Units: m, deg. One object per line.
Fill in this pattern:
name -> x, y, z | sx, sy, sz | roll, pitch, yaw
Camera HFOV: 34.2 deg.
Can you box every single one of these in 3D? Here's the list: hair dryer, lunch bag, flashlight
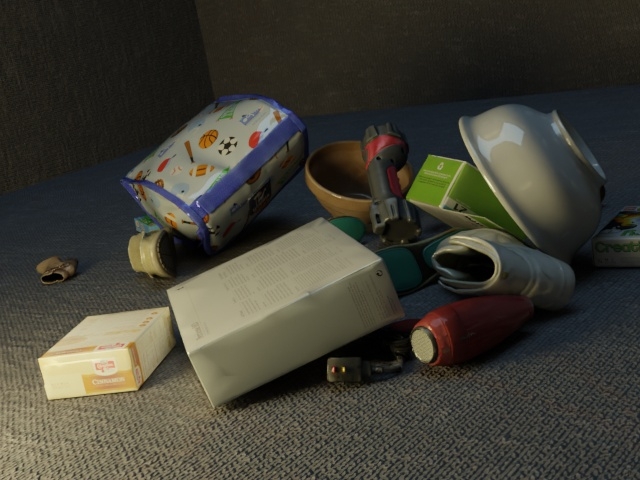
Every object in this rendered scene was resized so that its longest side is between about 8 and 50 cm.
hair dryer -> 0.145, 0.114, 1.420 | 0.294, 0.080, 0.223 | -9, 13, 7
lunch bag -> -0.215, -0.147, 2.257 | 0.328, 0.239, 0.385 | -45, 18, -16
flashlight -> 0.147, -0.115, 2.101 | 0.103, 0.103, 0.304 | -31, 39, 18

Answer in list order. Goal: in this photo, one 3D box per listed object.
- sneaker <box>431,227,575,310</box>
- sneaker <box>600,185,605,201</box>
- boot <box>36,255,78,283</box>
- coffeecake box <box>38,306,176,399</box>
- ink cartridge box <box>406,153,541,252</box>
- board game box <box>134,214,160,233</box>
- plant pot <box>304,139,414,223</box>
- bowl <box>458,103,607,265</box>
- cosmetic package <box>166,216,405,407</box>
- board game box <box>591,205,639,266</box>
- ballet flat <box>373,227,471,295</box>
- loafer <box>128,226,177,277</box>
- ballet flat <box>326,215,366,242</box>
sneaker -> 0.223, 0.025, 1.554 | 0.169, 0.108, 0.292 | 14, 1, -29
sneaker -> 0.454, -0.079, 2.008 | 0.192, 0.064, 0.086 | -21, 22, -28
boot -> -0.583, 0.068, 2.257 | 0.119, 0.042, 0.087 | -13, 20, 20
coffeecake box -> -0.317, 0.168, 1.571 | 0.143, 0.068, 0.185 | -7, 14, 12
ink cartridge box -> 0.294, -0.053, 1.768 | 0.189, 0.097, 0.255 | 29, -4, -26
board game box -> -0.339, -0.055, 2.576 | 0.212, 0.039, 0.160 | -15, 14, -21
plant pot -> 0.081, -0.111, 2.251 | 0.238, 0.109, 0.237 | 3, 38, -2
bowl -> 0.360, -0.113, 1.651 | 0.134, 0.297, 0.298 | -35, 5, 19
cosmetic package -> -0.068, 0.089, 1.524 | 0.285, 0.097, 0.377 | -23, 14, -7
board game box -> 0.606, -0.011, 1.639 | 0.305, 0.053, 0.193 | -2, 17, 33
ballet flat -> 0.155, 0.044, 1.741 | 0.249, 0.086, 0.086 | -15, 14, -24
loafer -> -0.346, 0.030, 2.123 | 0.092, 0.101, 0.268 | -13, 4, -3
ballet flat -> 0.000, 0.000, 2.036 | 0.206, 0.073, 0.067 | -17, 0, -41
